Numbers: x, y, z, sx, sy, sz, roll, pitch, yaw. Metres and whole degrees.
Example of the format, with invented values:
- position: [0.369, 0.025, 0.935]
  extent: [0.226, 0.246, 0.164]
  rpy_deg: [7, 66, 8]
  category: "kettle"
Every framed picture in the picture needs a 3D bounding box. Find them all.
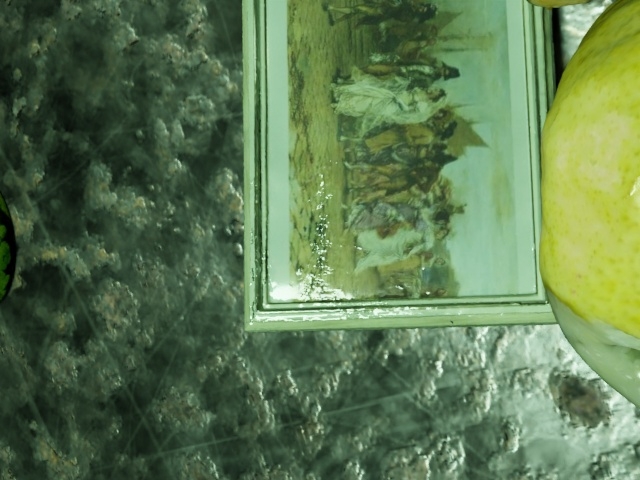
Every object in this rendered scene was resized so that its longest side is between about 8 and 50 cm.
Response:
- position: [0.050, -0.077, 0.710]
  extent: [0.217, 0.017, 0.274]
  rpy_deg: [-4, 80, 10]
  category: "framed picture"

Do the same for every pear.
- position: [0.239, -0.023, 0.550]
  extent: [0.271, 0.271, 0.271]
  rpy_deg: [4, 99, 29]
  category: "pear"

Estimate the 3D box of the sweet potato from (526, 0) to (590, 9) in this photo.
- position: [0.171, -0.274, 0.621]
  extent: [0.085, 0.112, 0.285]
  rpy_deg: [16, 100, -16]
  category: "sweet potato"

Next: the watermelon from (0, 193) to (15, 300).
- position: [-0.315, -0.001, 0.987]
  extent: [0.069, 0.087, 0.163]
  rpy_deg: [-8, 96, -7]
  category: "watermelon"

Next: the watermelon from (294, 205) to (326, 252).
- position: [0.000, 0.000, 0.786]
  extent: [0.094, 0.135, 0.125]
  rpy_deg: [2, 96, -11]
  category: "watermelon"
